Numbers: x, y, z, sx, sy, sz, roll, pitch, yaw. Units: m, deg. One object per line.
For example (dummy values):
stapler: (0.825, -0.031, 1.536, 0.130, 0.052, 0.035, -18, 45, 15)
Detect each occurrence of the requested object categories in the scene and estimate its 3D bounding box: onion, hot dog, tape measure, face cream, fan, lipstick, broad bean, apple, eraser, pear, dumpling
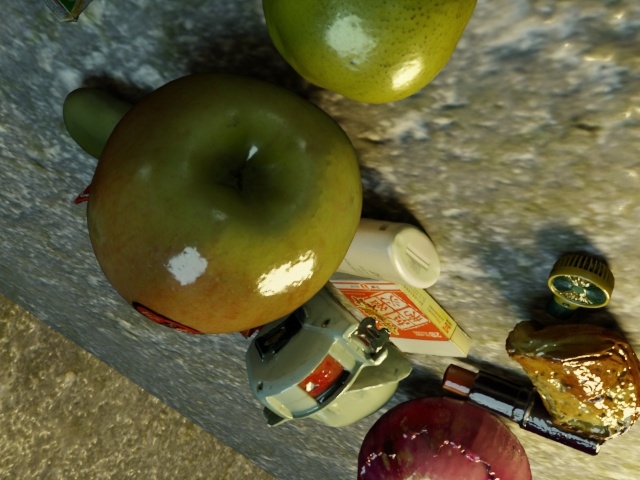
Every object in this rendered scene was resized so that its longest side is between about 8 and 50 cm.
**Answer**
onion: (0.260, 0.472, 1.653, 0.358, 0.345, 0.358, 17, 138, 16)
hot dog: (0.378, 0.187, 1.191, 0.175, 0.114, 0.259, 9, 146, 44)
tape measure: (-0.023, 0.192, 1.427, 0.125, 0.246, 0.243, 46, 177, -24)
face cream: (0.000, 0.000, 1.241, 0.349, 0.081, 0.173, 10, 166, 33)
fan: (0.342, 0.067, 1.086, 0.082, 0.039, 0.155, 24, 155, 8)
lipstick: (0.363, 0.296, 1.436, 0.300, 0.081, 0.081, 21, 153, 15)
broad bean: (-0.294, -0.158, 1.250, 0.263, 0.121, 0.189, 31, 164, 31)
apple: (-0.116, -0.043, 1.007, 0.338, 0.338, 0.305, 37, 155, -17)
eraser: (0.140, 0.124, 1.390, 0.157, 0.038, 0.230, -4, 139, 49)
pear: (0.040, -0.219, 0.701, 0.198, 0.198, 0.198, 23, 154, 12)
dumpling: (0.011, 0.276, 1.633, 0.270, 0.211, 0.320, -3, 145, -19)

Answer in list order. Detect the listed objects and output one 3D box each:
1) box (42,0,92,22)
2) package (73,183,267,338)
box: (-0.367, -0.365, 0.991, 0.041, 0.050, 0.207, 8, 148, 43)
package: (-0.248, 0.020, 1.454, 0.196, 0.123, 0.423, 17, 156, 43)
